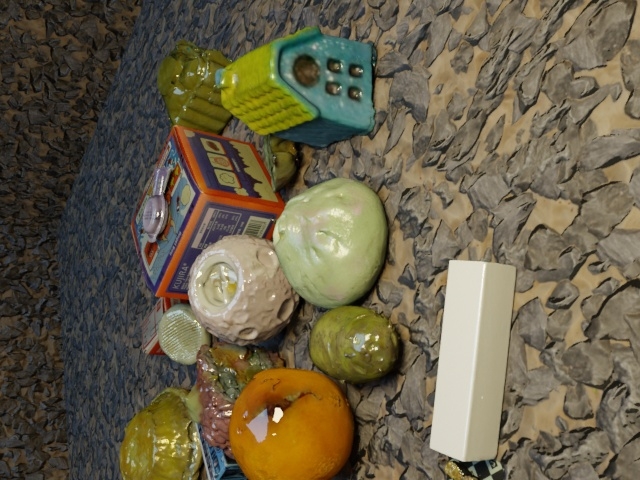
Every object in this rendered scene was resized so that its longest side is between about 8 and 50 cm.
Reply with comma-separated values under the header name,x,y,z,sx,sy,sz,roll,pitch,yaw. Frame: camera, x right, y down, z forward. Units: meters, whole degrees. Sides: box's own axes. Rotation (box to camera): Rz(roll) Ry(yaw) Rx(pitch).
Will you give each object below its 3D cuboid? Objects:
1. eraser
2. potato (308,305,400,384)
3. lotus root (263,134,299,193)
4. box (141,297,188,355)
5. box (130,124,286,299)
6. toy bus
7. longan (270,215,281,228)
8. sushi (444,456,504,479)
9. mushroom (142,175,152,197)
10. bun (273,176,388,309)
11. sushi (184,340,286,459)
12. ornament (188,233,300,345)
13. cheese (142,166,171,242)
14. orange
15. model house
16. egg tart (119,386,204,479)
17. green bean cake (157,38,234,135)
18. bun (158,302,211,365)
name,x,y,z,sx,sy,sz,roll,pitch,yaw
eraser,0.238,0.183,1.011,0.078,0.076,0.299,2,84,56
potato,0.061,0.200,1.246,0.251,0.113,0.150,-20,72,62
lotus root,-0.094,-0.217,1.583,0.204,0.077,0.183,-111,15,-60
box,-0.493,0.269,2.062,0.182,0.099,0.133,-46,45,40
box,-0.311,-0.064,1.731,0.349,0.256,0.319,-59,40,29
toy bus,-0.251,0.473,1.650,0.131,0.106,0.297,-61,36,30
longan,-0.084,-0.033,1.542,0.075,0.083,0.075,-61,-1,-1
sushi,0.231,0.400,1.013,0.120,0.026,0.126,-5,78,55
mushroom,-0.445,-0.153,2.050,0.206,0.209,0.207,-161,90,-85
bun,0.000,0.000,1.319,0.283,0.179,0.284,-16,69,51
sushi,-0.193,0.357,1.481,0.270,0.236,0.171,50,133,48
ornament,-0.167,0.113,1.493,0.259,0.225,0.260,-7,76,30
cheese,-0.407,-0.089,1.616,0.105,0.042,0.191,3,84,53
orange,-0.054,0.360,1.253,0.246,0.246,0.246,-19,67,53
model house,-0.057,-0.329,1.393,0.237,0.303,0.216,-5,85,55
egg tart,-0.472,0.619,1.900,0.387,0.168,0.388,-20,63,48
green bean cake,-0.378,-0.497,1.988,0.285,0.202,0.310,-50,45,35
bun,-0.385,0.271,1.897,0.183,0.102,0.184,5,101,24
